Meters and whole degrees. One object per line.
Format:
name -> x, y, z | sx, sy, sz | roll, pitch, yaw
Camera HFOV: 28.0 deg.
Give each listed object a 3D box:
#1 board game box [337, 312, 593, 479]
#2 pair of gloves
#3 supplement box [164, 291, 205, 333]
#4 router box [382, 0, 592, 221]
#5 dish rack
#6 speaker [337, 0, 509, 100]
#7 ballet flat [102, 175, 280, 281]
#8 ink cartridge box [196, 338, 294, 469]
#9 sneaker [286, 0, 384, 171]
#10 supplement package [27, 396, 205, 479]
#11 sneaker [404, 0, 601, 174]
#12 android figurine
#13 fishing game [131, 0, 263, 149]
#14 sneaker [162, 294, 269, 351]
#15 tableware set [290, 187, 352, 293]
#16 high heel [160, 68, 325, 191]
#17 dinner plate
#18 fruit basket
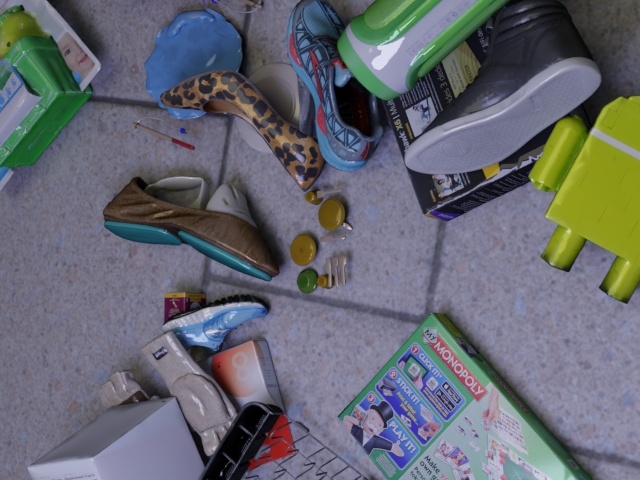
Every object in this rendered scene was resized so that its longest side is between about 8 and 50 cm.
board game box -> 0.191, 0.284, 1.738 | 0.213, 0.046, 0.317 | -49, 63, 18
pair of gloves -> -0.229, 0.261, 1.961 | 0.204, 0.042, 0.240 | 52, 129, 4
supplement box -> -0.211, 0.123, 2.001 | 0.043, 0.055, 0.083 | -3, 85, 32
router box -> 0.208, -0.215, 1.752 | 0.243, 0.081, 0.309 | -26, 72, 27
dish rack -> -0.036, 0.379, 1.839 | 0.271, 0.074, 0.208 | 36, 106, 19
speaker -> 0.163, -0.316, 1.668 | 0.296, 0.131, 0.131 | -40, 66, 21
ballet flat -> -0.189, -0.035, 1.986 | 0.342, 0.116, 0.124 | 15, 74, 36
ink cartridge box -> -0.127, 0.256, 1.943 | 0.145, 0.045, 0.179 | -24, 71, 29
sneaker -> 0.036, -0.237, 1.829 | 0.125, 0.104, 0.262 | -36, 72, 65
supplement package -> -0.284, 0.370, 1.896 | 0.149, 0.194, 0.203 | -14, 103, 37
sneaker -> 0.222, -0.198, 1.646 | 0.295, 0.104, 0.147 | -32, 50, 37
android figurine -> 0.391, -0.068, 1.591 | 0.248, 0.056, 0.273 | 27, 100, 7
fishing game -> -0.200, -0.278, 2.043 | 0.189, 0.041, 0.264 | 22, 89, 31
sneaker -> -0.154, 0.130, 1.949 | 0.162, 0.063, 0.073 | -17, 98, 3
tableware set -> 0.000, 0.000, 1.901 | 0.104, 0.024, 0.154 | -7, 83, 35
high heel -> -0.119, -0.159, 1.918 | 0.261, 0.093, 0.186 | -3, 83, 16
dinner plate -> -0.076, -0.204, 1.970 | 0.141, 0.017, 0.141 | -2, 86, 33
fruit basket -> -0.577, -0.305, 2.180 | 0.353, 0.165, 0.327 | 47, 111, 5
